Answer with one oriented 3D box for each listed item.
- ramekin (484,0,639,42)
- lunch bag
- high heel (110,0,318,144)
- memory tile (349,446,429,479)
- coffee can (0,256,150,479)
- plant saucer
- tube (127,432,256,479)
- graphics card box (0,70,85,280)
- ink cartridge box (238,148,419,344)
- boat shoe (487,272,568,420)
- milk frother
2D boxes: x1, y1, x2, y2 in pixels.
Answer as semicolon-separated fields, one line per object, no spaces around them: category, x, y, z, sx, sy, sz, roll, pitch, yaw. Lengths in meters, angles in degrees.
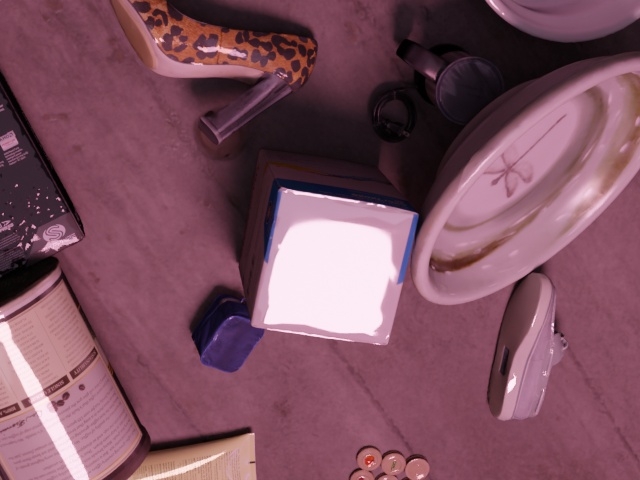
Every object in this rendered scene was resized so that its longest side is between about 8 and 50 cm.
ramekin;0.287;-0.385;1.216;0.277;0.135;0.277;-3;110;-9
lunch bag;-0.125;0.119;1.367;0.067;0.065;0.098;27;105;-35
high heel;-0.133;-0.270;1.256;0.186;0.093;0.261;-39;96;-17
memory tile;0.092;0.377;1.501;0.113;0.012;0.148;14;105;-11
coffee can;-0.363;0.186;1.288;0.202;0.201;0.275;-22;108;0
plant saucer;0.253;-0.090;1.253;0.400;0.400;0.100;-42;63;7
tube;-0.209;0.327;1.431;0.240;0.062;0.070;-6;151;-10
graphics card box;-0.470;-0.116;1.224;0.233;0.094;0.370;-29;108;-9
ink cartridge box;0.000;0.000;1.258;0.168;0.232;0.171;9;106;-11
boat shoe;0.300;0.151;1.428;0.081;0.079;0.227;5;112;-16
milk frother;0.141;-0.174;1.272;0.129;0.134;0.143;13;105;-10
